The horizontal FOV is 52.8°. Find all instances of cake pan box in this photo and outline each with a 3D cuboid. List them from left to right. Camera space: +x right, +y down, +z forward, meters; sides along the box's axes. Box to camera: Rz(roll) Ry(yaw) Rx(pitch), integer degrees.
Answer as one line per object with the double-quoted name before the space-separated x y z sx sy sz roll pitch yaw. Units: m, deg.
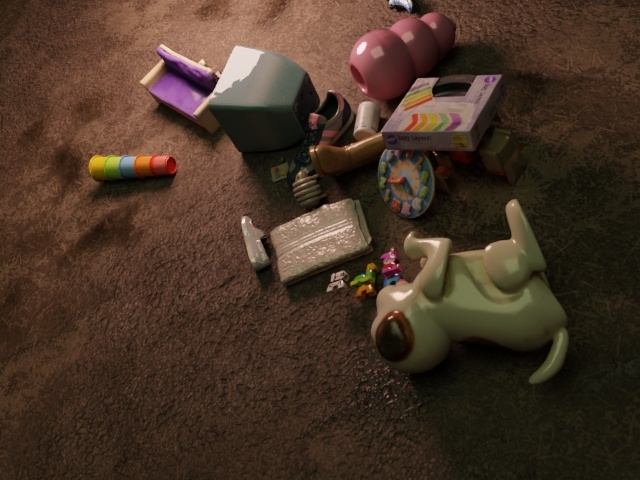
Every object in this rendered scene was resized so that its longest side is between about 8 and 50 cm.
"cake pan box" 0.318 -0.329 1.649 0.246 0.070 0.267 9 48 34

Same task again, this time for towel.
"towel" 0.000 0.000 1.784 0.282 0.049 0.187 -24 54 11

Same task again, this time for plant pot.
"plant pot" -0.150 -0.427 1.996 0.252 0.248 0.247 10 66 25

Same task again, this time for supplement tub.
"supplement tub" 0.139 -0.349 1.911 0.071 0.071 0.107 -1 60 25

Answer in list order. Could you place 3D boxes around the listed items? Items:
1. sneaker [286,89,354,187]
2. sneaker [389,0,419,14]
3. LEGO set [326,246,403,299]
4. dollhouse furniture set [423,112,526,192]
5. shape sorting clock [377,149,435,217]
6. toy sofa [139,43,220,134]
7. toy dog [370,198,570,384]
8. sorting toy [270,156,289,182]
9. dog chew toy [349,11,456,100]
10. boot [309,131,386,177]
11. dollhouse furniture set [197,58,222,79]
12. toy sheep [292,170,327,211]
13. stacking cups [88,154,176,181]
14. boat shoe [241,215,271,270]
"sneaker" -0.021 -0.307 1.924 0.112 0.131 0.319 19 72 33
"sneaker" 0.267 -0.781 2.126 0.073 0.063 0.162 -45 46 17
"LEGO set" 0.132 0.083 1.642 0.227 0.087 0.093 -21 45 36
"dollhouse furniture set" 0.399 -0.238 1.711 0.259 0.135 0.262 26 74 46
"shape sorting clock" 0.222 -0.160 1.703 0.040 0.206 0.206 -18 44 -33
"toy sofa" -0.474 -0.529 2.245 0.362 0.177 0.150 33 79 35
"toy dog" 0.310 0.157 1.438 0.408 0.284 0.395 -22 75 14
"sorting toy" -0.127 -0.223 1.999 0.062 0.012 0.083 -21 55 13
"dog chew toy" 0.253 -0.559 1.909 0.332 0.206 0.206 -32 53 -4
"boot" 0.122 -0.259 1.778 0.270 0.236 0.089 -19 88 17
"dollhouse furniture set" -0.391 -0.618 2.299 0.091 0.114 0.081 -44 49 -1
"toy sheep" -0.034 -0.139 1.857 0.091 0.091 0.132 -23 89 12
"stacking cups" -0.639 -0.253 2.224 0.316 0.096 0.096 0 62 20
"boat shoe" -0.184 0.002 1.865 0.063 0.066 0.184 -17 52 -1
